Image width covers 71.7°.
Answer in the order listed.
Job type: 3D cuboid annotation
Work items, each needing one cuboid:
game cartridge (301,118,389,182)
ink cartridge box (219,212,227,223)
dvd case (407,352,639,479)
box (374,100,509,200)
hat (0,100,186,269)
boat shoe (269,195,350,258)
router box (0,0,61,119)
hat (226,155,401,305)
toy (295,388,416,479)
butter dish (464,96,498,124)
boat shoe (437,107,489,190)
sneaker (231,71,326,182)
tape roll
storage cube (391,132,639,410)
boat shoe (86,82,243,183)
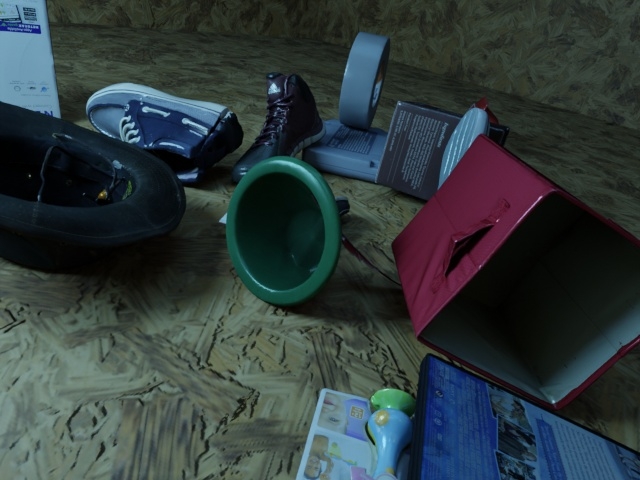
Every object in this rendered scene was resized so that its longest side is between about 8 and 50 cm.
[{"bbox_3d":[0.063,-0.223,1.058,0.196,0.060,0.294,18,30,5],"label":"game cartridge"},{"bbox_3d":[-0.111,-0.036,0.703,0.063,0.029,0.115,15,31,6],"label":"ink cartridge box"},{"bbox_3d":[0.191,0.198,0.345,0.253,0.022,0.180,24,24,7],"label":"dvd case"},{"bbox_3d":[0.246,-0.172,0.892,0.203,0.166,0.168,23,23,20],"label":"box"},{"bbox_3d":[-0.346,-0.050,0.548,0.332,0.133,0.331,25,25,-13],"label":"hat"},{"bbox_3d":[-0.011,-0.019,0.696,0.206,0.075,0.064,-25,88,-53],"label":"boat shoe"},{"bbox_3d":[-0.689,-0.368,0.819,0.336,0.301,0.082,-13,37,-34],"label":"router box"},{"bbox_3d":[0.000,0.000,0.605,0.173,0.208,0.184,-23,-12,31],"label":"hat"},{"bbox_3d":[0.043,0.201,0.314,0.137,0.056,0.237,14,30,7],"label":"toy"},{"bbox_3d":[0.451,-0.307,1.261,0.118,0.160,0.160,36,31,-2],"label":"butter dish"},{"bbox_3d":[0.254,-0.109,0.770,0.076,0.226,0.083,14,11,-15],"label":"boat shoe"},{"bbox_3d":[-0.098,-0.235,0.870,0.107,0.162,0.281,6,37,30],"label":"sneaker"},{"bbox_3d":[0.109,-0.388,1.087,0.072,0.219,0.219,16,30,9],"label":"tape roll"},{"bbox_3d":[0.213,0.024,0.484,0.215,0.183,0.193,29,24,-13],"label":"storage cube"},{"bbox_3d":[-0.331,-0.200,0.830,0.341,0.127,0.158,10,43,17],"label":"boat shoe"}]
